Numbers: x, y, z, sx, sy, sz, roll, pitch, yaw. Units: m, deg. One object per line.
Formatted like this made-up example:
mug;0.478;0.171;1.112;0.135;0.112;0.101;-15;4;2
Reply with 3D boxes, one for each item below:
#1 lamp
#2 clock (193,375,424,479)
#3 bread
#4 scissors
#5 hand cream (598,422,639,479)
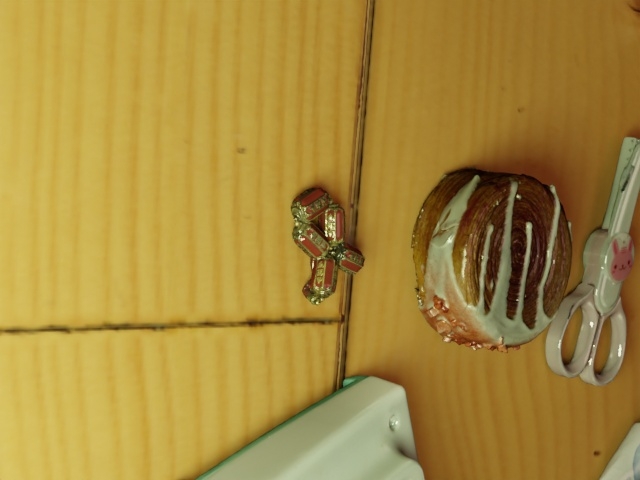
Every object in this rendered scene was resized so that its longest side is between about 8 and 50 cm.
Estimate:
lamp;0.000;0.000;1.273;0.063;0.031;0.083;-40;119;-38
clock;0.014;0.269;1.261;0.231;0.116;0.262;-27;115;-43
bread;0.149;0.017;1.403;0.160;0.073;0.160;-8;101;-47
scissors;0.278;0.019;1.573;0.118;0.030;0.242;20;82;-48
hand cream;0.315;0.233;1.634;0.142;0.053;0.084;-55;132;-14
